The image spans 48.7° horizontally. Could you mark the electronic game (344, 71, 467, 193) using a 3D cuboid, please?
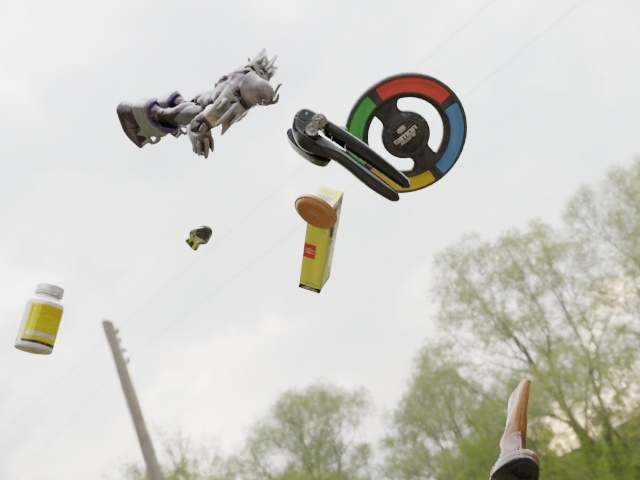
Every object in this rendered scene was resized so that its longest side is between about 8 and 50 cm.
[{"bbox_3d":[0.156,-0.193,1.293,0.229,0.048,0.229,-3,-63,-6],"label":"electronic game"}]

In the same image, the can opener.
[{"bbox_3d":[0.038,-0.116,0.947,0.059,0.186,0.073,-58,-11,-11],"label":"can opener"}]

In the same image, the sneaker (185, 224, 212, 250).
[{"bbox_3d":[-0.182,-0.012,1.082,0.035,0.031,0.083,-52,13,-29],"label":"sneaker"}]

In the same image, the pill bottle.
[{"bbox_3d":[-0.484,0.136,1.229,0.065,0.116,0.065,7,-22,3],"label":"pill bottle"}]

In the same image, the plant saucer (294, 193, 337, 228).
[{"bbox_3d":[-0.010,-0.049,1.260,0.013,0.083,0.083,-58,-11,-30],"label":"plant saucer"}]

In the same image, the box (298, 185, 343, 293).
[{"bbox_3d":[0.000,0.000,1.597,0.087,0.058,0.232,-56,-21,-54],"label":"box"}]

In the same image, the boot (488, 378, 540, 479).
[{"bbox_3d":[0.474,0.455,1.660,0.096,0.280,0.264,14,-37,16],"label":"boot"}]

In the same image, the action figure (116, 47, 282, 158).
[{"bbox_3d":[-0.162,-0.194,1.034,0.285,0.099,0.185,-2,33,40],"label":"action figure"}]
